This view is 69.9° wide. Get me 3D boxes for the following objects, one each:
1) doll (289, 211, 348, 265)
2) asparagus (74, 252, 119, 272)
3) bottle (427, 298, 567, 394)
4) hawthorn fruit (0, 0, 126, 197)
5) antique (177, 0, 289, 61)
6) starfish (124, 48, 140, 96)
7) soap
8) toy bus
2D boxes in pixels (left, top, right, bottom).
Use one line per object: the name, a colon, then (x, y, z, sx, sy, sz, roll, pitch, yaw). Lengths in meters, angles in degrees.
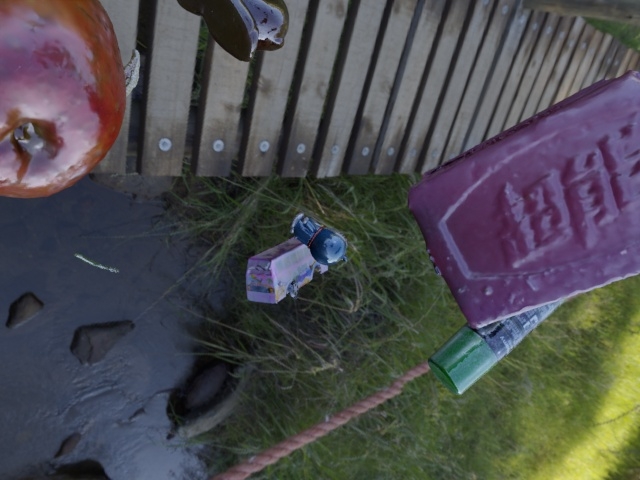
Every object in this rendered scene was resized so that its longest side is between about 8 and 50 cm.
doll: (0.000, 0.000, 1.034, 0.085, 0.152, 0.114, -50, 169, -19)
asparagus: (-0.586, 0.064, 1.214, 0.163, 0.016, 0.016, 47, 54, -63)
bottle: (0.355, 0.158, 0.885, 0.330, 0.093, 0.093, -38, 134, -11)
hawthorn fruit: (-0.234, -0.120, 0.335, 0.189, 0.189, 0.189, -20, 126, -30)
antique: (-0.167, -0.468, 0.874, 0.143, 0.257, 0.121, -41, 172, -34)
starfish: (-0.330, -0.183, 0.538, 0.235, 0.277, 0.062, -9, 151, -24)
soap: (0.221, -0.042, 0.423, 0.250, 0.162, 0.099, -29, 177, 27)
toy bus: (-0.072, 0.064, 1.116, 0.274, 0.090, 0.112, -28, 117, -61)
